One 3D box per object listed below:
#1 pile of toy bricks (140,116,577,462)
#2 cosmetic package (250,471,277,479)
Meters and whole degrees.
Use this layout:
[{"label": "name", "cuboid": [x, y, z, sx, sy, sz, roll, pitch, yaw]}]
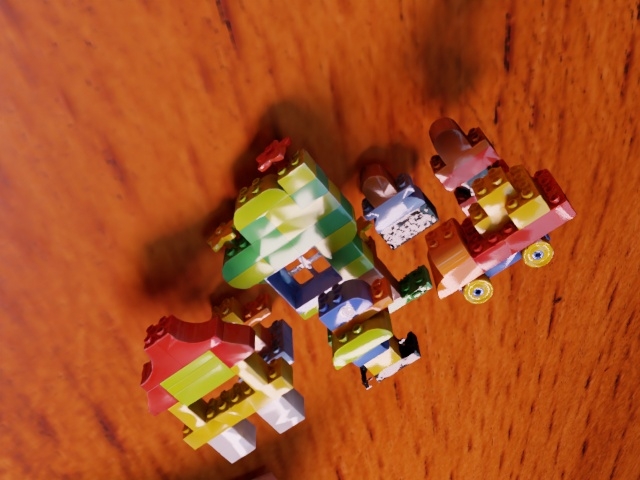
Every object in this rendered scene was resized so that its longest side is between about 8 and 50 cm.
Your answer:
[{"label": "pile of toy bricks", "cuboid": [0.000, 0.000, 0.404, 0.212, 0.118, 0.105, -34, 117, 16]}, {"label": "cosmetic package", "cuboid": [-0.109, 0.306, 0.556, 0.225, 0.138, 0.224, -13, 134, -31]}]
